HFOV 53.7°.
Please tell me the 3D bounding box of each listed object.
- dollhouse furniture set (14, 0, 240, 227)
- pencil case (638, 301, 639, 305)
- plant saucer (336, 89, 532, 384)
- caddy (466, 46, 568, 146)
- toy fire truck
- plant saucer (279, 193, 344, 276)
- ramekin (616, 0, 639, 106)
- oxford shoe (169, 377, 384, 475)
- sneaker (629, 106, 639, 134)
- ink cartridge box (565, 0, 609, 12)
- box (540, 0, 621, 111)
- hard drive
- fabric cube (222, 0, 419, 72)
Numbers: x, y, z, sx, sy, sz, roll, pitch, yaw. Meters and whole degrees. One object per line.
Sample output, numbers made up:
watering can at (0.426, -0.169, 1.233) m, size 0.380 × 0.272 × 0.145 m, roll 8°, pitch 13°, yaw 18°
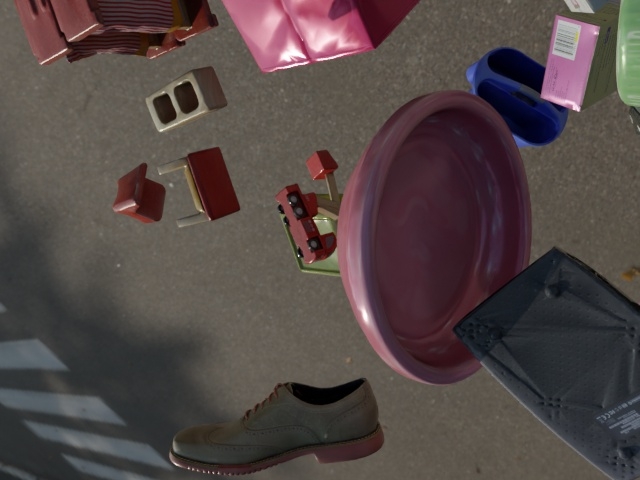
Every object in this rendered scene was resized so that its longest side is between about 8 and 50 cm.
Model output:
dollhouse furniture set at (-0.227, -0.195, 0.852) m, size 0.152 × 0.201 × 0.374 m, roll -13°, pitch 99°, yaw 39°
pencil case at (0.561, 0.085, 0.911) m, size 0.167 × 0.386 × 0.160 m, roll 38°, pitch -176°, yaw -27°
plant saucer at (0.133, -0.004, 0.739) m, size 0.084 × 0.332 × 0.332 m, roll 5°, pitch 134°, yaw 46°
caddy at (0.568, -0.411, 1.855) m, size 0.341 × 0.241 × 0.179 m, roll 23°, pitch 170°, yaw -19°
toy fire truck at (-0.006, -0.061, 1.139) m, size 0.047 × 0.135 × 0.192 m, roll -36°, pitch 75°, yaw 52°
plant saucer at (0.000, 0.000, 1.264) m, size 0.188 × 0.045 × 0.188 m, roll 4°, pitch 122°, yaw 42°
ramekin at (0.536, -0.333, 0.924) m, size 0.148 × 0.303 × 0.303 m, roll 9°, pitch 137°, yaw 31°
oxford shoe at (-0.077, 0.289, 1.029) m, size 0.348 × 0.123 × 0.130 m, roll -8°, pitch 101°, yaw -1°
sneaker at (0.790, -0.138, 1.124) m, size 0.258 × 0.169 × 0.447 m, roll -34°, pitch 67°, yaw 19°
ink cartridge box at (0.575, -0.529, 1.331) m, size 0.088 × 0.122 × 0.052 m, roll -38°, pitch 109°, yaw 13°
box at (0.672, -0.466, 1.542) m, size 0.117 × 0.243 × 0.213 m, roll 36°, pitch 144°, yaw 39°
hard drive at (0.287, 0.130, 0.670) m, size 0.255 × 0.054 × 0.172 m, roll 42°, pitch 127°, yaw 1°
fabric cube at (-0.006, -0.451, 0.982) m, size 0.259 × 0.254 × 0.258 m, roll 2°, pitch 135°, yaw 43°
